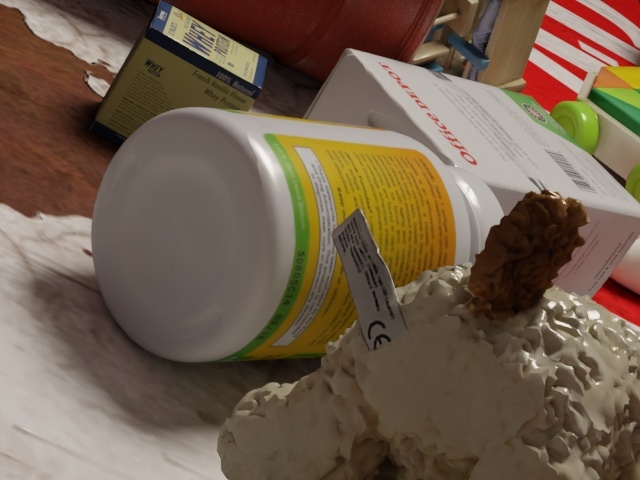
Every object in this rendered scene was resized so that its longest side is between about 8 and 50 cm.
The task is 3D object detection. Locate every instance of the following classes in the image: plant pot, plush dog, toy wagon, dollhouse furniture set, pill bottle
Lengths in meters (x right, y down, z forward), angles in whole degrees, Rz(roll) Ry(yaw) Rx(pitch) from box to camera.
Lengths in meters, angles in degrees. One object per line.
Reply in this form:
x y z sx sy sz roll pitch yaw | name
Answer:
-0.055 -0.268 1.418 0.265 0.272 0.272 15 28 -20 | plant pot
0.116 0.092 0.905 0.262 0.210 0.225 24 4 38 | plush dog
0.376 -0.058 1.664 0.267 0.068 0.344 -2 30 -33 | toy wagon
0.090 -0.197 1.647 0.184 0.129 0.129 -20 53 -34 | dollhouse furniture set
0.000 0.000 1.077 0.246 0.136 0.136 2 37 -51 | pill bottle

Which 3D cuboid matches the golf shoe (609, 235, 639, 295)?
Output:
0.305 0.044 1.493 0.176 0.069 0.086 16 41 -24 | golf shoe

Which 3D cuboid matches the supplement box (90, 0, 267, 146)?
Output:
-0.091 -0.095 1.217 0.083 0.083 0.056 29 23 -11 | supplement box

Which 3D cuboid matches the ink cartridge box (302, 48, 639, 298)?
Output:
0.109 -0.045 1.370 0.219 0.092 0.160 9 32 -44 | ink cartridge box
